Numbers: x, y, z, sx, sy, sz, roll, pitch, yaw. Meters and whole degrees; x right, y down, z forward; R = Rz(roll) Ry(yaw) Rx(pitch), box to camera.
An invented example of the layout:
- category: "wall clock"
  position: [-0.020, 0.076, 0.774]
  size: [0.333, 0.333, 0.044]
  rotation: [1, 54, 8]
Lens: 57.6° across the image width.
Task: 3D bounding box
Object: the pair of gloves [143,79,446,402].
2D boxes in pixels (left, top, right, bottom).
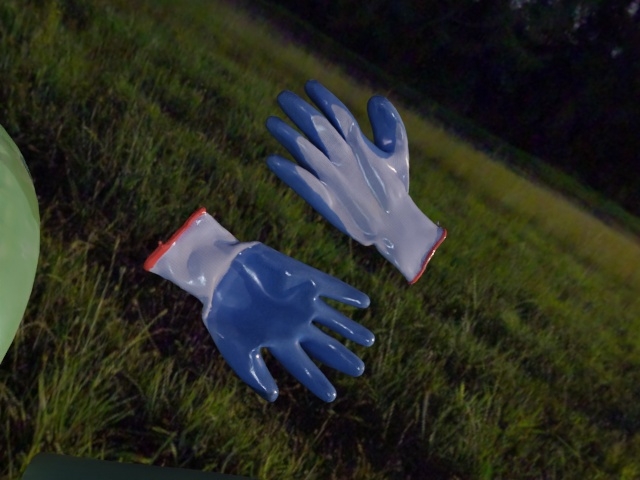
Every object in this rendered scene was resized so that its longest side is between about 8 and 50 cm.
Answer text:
- category: "pair of gloves"
  position: [0.000, 0.000, 0.370]
  size: [0.159, 0.198, 0.023]
  rotation: [43, -12, -22]

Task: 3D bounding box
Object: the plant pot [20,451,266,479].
- category: "plant pot"
  position: [-0.039, 0.261, 0.286]
  size: [0.235, 0.293, 0.293]
  rotation: [8, 29, -16]

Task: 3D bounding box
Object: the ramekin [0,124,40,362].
- category: "ramekin"
  position: [-0.292, -0.011, 0.224]
  size: [0.304, 0.148, 0.303]
  rotation: [0, 59, -1]
